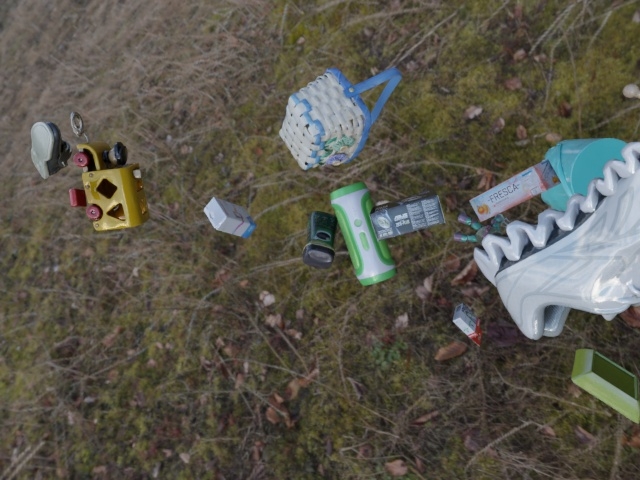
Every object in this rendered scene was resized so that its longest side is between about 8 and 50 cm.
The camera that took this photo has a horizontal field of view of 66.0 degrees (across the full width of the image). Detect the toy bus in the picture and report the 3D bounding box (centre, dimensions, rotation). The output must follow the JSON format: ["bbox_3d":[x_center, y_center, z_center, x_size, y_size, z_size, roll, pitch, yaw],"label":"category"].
[{"bbox_3d":[-0.391,-0.119,0.947,0.105,0.202,0.190,-6,62,0],"label":"toy bus"}]

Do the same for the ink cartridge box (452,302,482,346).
[{"bbox_3d":[0.424,0.237,1.387,0.029,0.115,0.062,-38,14,41],"label":"ink cartridge box"}]

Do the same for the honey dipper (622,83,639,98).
[{"bbox_3d":[0.473,-0.165,0.645,0.161,0.030,0.030,25,79,5],"label":"honey dipper"}]

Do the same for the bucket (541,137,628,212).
[{"bbox_3d":[0.881,-0.205,1.615,0.281,0.281,0.183,-52,6,2],"label":"bucket"}]

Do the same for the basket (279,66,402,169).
[{"bbox_3d":[0.054,-0.312,1.258,0.289,0.254,0.201,-33,80,-19],"label":"basket"}]

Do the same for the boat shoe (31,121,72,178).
[{"bbox_3d":[-0.643,-0.225,1.188,0.079,0.083,0.233,-28,0,-33],"label":"boat shoe"}]

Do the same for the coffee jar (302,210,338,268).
[{"bbox_3d":[0.000,0.000,1.493,0.079,0.096,0.184,112,170,-45],"label":"coffee jar"}]

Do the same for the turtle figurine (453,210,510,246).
[{"bbox_3d":[0.600,-0.019,1.750,0.234,0.118,0.175,20,93,31],"label":"turtle figurine"}]

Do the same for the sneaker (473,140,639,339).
[{"bbox_3d":[0.269,-0.003,0.428,0.292,0.110,0.118,-48,47,50],"label":"sneaker"}]

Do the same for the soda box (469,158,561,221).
[{"bbox_3d":[0.413,-0.104,1.058,0.183,0.063,0.058,-34,81,56],"label":"soda box"}]

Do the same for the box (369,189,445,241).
[{"bbox_3d":[0.230,-0.069,1.317,0.180,0.077,0.147,-16,9,13],"label":"box"}]

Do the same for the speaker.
[{"bbox_3d":[0.128,-0.021,1.486,0.131,0.131,0.296,-18,91,31],"label":"speaker"}]

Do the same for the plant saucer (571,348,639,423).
[{"bbox_3d":[0.806,0.386,1.372,0.189,0.188,0.045,34,121,18],"label":"plant saucer"}]

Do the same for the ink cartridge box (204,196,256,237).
[{"bbox_3d":[-0.251,-0.063,1.374,0.052,0.123,0.088,-50,57,17],"label":"ink cartridge box"}]
